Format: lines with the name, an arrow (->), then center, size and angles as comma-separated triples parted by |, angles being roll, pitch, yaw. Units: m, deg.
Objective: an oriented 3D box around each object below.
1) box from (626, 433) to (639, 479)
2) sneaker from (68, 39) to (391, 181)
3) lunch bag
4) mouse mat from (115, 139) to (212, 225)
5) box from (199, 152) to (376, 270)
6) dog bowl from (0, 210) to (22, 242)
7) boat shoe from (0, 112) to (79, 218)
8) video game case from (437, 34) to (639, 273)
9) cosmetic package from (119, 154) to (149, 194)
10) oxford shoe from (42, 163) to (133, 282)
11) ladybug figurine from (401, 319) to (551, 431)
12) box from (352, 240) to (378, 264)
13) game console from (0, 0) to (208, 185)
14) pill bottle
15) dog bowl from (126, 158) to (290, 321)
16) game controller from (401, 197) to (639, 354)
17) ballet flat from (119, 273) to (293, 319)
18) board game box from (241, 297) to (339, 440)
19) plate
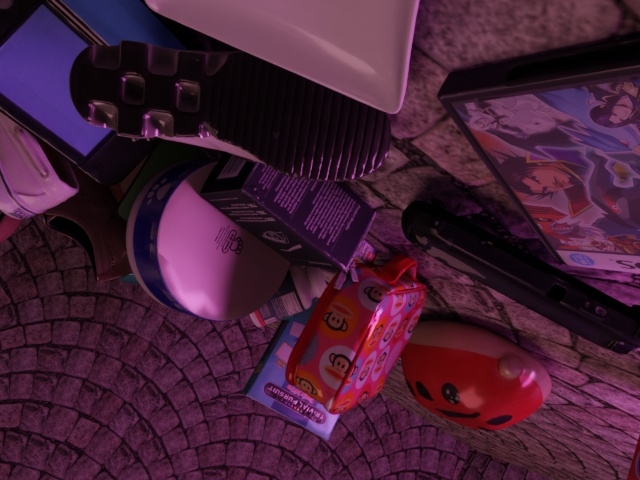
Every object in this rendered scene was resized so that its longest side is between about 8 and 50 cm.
box -> 0.538, 0.353, 0.777 | 0.128, 0.256, 0.123 | 37, 160, -23
sneaker -> -0.084, -0.150, 0.602 | 0.331, 0.122, 0.146 | 14, -168, 2
lunch bag -> 0.082, 0.139, 0.906 | 0.120, 0.258, 0.293 | 29, -173, 23
mouse mat -> -0.242, -0.080, 0.912 | 0.007, 0.189, 0.153 | 0, 147, 44
box -> -0.048, -0.054, 0.808 | 0.207, 0.108, 0.153 | 38, 161, -30
dog bowl -> -0.662, -0.168, 1.042 | 0.408, 0.407, 0.150 | 12, 174, 45
boat shoe -> -0.445, -0.227, 0.804 | 0.136, 0.157, 0.366 | 10, -119, -83
video game case -> 0.265, -0.048, 0.438 | 0.275, 0.035, 0.248 | 41, 160, -34
cosmetic package -> -0.376, -0.101, 1.126 | 0.310, 0.160, 0.113 | 11, 155, 43
oxford shoe -> -0.414, -0.097, 0.897 | 0.363, 0.133, 0.130 | 53, 148, 4
ladybug figurine -> 0.308, 0.298, 1.160 | 0.305, 0.161, 0.449 | 28, 163, 6
box -> 0.000, 0.000, 1.013 | 0.114, 0.036, 0.207 | 39, 161, -30
game console -> -0.286, -0.206, 0.667 | 0.293, 0.250, 0.173 | 43, -175, -37
pill bottle -> -0.077, 0.115, 1.218 | 0.108, 0.180, 0.107 | 158, 90, -89
dog bowl -> -0.174, -0.003, 0.893 | 0.104, 0.264, 0.265 | 8, 153, 47
game controller -> 0.246, 0.039, 0.674 | 0.319, 0.067, 0.166 | 29, -173, 4
ballet flat -> -0.248, 0.056, 1.305 | 0.483, 0.181, 0.164 | 19, 153, -31
board game box -> -0.018, 0.325, 1.473 | 0.254, 0.336, 0.079 | 33, 163, -11
plate -> -0.045, -0.232, 0.391 | 0.277, 0.045, 0.278 | 27, 163, 10
